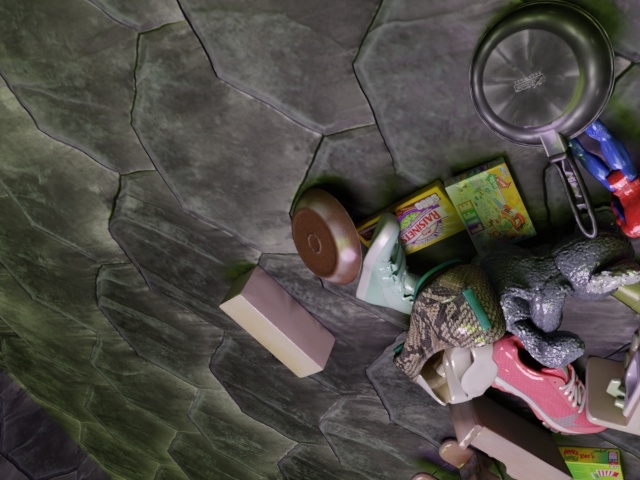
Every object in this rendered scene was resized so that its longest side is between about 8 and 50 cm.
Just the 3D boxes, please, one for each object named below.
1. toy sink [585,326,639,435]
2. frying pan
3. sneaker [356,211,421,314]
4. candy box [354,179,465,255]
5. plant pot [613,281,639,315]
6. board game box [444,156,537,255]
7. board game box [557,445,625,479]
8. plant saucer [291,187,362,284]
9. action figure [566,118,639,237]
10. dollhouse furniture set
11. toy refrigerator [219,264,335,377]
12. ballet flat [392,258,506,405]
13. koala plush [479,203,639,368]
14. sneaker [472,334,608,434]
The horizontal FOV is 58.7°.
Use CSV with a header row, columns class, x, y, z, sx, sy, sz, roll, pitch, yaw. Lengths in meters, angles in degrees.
class,x,y,z,sx,sy,sz,roll,pitch,yaw
toy sink,0.618,0.259,1.025,0.234,0.153,0.131,11,133,17
frying pan,0.297,-0.163,0.803,0.197,0.053,0.326,11,115,35
sneaker,0.157,0.049,1.052,0.151,0.094,0.256,18,147,9
candy box,0.168,-0.028,1.063,0.105,0.027,0.205,43,133,-21
plant pot,0.524,0.074,0.964,0.079,0.083,0.083,27,136,18
board game box,0.290,-0.055,0.967,0.103,0.026,0.154,-23,118,22
board game box,0.613,0.533,1.345,0.181,0.043,0.092,-8,125,30
plant saucer,0.000,0.000,1.088,0.198,0.036,0.199,35,137,39
action figure,0.441,-0.112,0.833,0.280,0.139,0.091,54,135,5
dollhouse furniture set,0.329,0.571,1.306,0.256,0.362,0.394,32,107,-6
toy refrigerator,-0.098,0.193,1.328,0.269,0.102,0.094,45,132,-18
ballet flat,0.227,0.199,1.014,0.182,0.164,0.483,62,171,23
koala plush,0.396,0.055,0.910,0.203,0.196,0.221,38,129,-17
sneaker,0.461,0.287,1.128,0.313,0.116,0.136,29,148,-2
